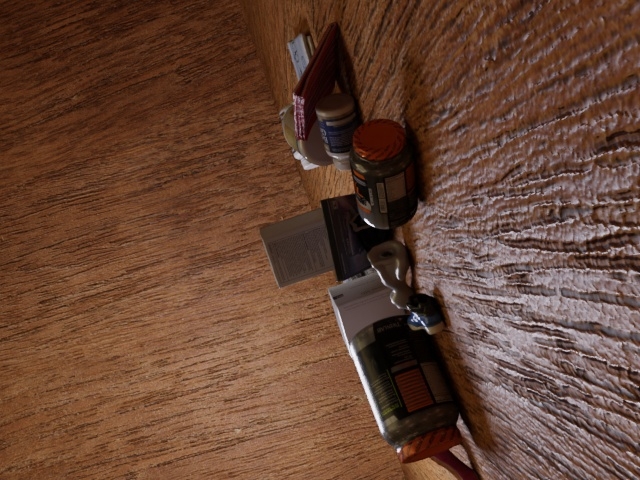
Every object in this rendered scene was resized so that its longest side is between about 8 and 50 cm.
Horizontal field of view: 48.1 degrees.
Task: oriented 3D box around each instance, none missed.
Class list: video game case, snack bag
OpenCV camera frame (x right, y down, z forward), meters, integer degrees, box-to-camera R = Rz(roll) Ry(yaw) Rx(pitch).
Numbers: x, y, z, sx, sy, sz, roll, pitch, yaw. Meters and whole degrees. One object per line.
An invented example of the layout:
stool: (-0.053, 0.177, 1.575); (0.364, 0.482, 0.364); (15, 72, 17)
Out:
video game case: (0.082, -0.018, 1.790); (0.274, 0.026, 0.196); (-18, -84, -64)
snack bag: (-0.023, -0.454, 2.155); (0.342, 0.037, 0.323); (-128, 20, -76)

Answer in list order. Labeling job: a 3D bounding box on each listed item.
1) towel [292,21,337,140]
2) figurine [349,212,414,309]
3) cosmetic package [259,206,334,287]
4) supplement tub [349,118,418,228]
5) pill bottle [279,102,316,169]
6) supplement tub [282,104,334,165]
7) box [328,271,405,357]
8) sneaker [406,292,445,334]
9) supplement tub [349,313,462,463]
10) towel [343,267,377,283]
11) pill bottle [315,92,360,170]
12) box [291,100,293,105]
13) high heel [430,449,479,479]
towel: (-0.008, -0.360, 1.670); (0.275, 0.031, 0.198); (91, -156, -77)
figurine: (0.167, 0.058, 1.741); (0.215, 0.092, 0.209); (-114, -1, -48)
cosmetic package: (0.000, 0.000, 2.006); (0.113, 0.310, 0.160); (-122, 15, -69)
supplement tub: (0.115, -0.121, 1.308); (0.190, 0.117, 0.117); (76, 173, -48)
pill bottle: (-0.052, -0.351, 2.397); (0.117, 0.117, 0.215); (111, 140, -83)
supplement tub: (-0.016, -0.292, 1.915); (0.199, 0.144, 0.144); (-130, 21, -60)
box: (0.137, 0.202, 1.994); (0.119, 0.181, 0.181); (-119, 11, -64)
sneaker: (0.217, 0.152, 1.562); (0.084, 0.058, 0.152); (66, 172, -5)
supplement tub: (0.205, 0.352, 1.707); (0.193, 0.194, 0.316); (80, 171, -63)
towel: (0.158, 0.218, 2.201); (0.235, 0.121, 0.283); (-120, 11, -72)
pill bottle: (0.050, -0.254, 1.700); (0.094, 0.094, 0.169); (-115, 7, -53)
box: (-0.045, -0.375, 2.212); (0.178, 0.042, 0.109); (-121, 14, -69)
high heel: (0.317, 0.574, 1.759); (0.082, 0.117, 0.244); (78, 172, -55)
